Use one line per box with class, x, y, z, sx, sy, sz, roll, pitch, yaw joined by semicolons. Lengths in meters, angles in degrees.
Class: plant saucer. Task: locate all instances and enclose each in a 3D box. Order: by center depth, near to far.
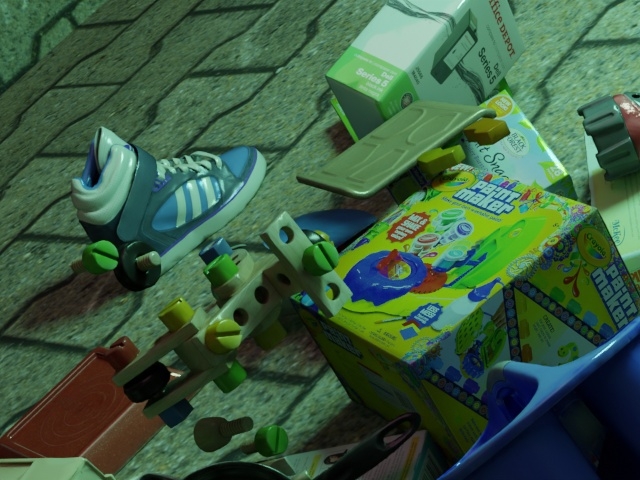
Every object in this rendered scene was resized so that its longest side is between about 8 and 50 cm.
plant saucer;-0.323;0.246;2.204;0.259;0.048;0.258;-45;30;-23

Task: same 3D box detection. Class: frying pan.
frying pan;-0.055;0.279;1.690;0.326;0.197;0.053;-59;-6;-2

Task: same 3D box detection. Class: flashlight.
flashlight;0.467;-0.173;1.897;0.304;0.103;0.103;-24;26;9

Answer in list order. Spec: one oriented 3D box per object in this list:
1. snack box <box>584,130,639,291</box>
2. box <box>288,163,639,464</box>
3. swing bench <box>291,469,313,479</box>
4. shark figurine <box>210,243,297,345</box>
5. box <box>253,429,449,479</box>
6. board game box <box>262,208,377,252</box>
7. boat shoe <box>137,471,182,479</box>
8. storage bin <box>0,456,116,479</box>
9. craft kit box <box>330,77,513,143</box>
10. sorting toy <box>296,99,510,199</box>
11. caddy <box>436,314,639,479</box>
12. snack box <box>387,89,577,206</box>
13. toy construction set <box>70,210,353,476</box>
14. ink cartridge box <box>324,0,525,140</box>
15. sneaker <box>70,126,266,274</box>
snack box;0.426;-0.066;1.929;0.187;0.060;0.322;-20;29;18
box;0.169;0.080;1.828;0.279;0.177;0.290;-39;28;-15
swing bench;-0.049;0.398;1.543;0.253;0.165;0.254;-35;22;-4
shark figurine;-0.094;0.084;2.190;0.278;0.116;0.166;9;14;42
box;0.015;0.285;1.768;0.244;0.060;0.100;-15;30;30
board game box;0.000;0.000;2.285;0.133;0.033;0.169;5;25;35
boat shoe;-0.162;0.318;1.895;0.066;0.063;0.184;-41;28;-18
storage bin;-0.304;0.371;1.744;0.262;0.260;0.123;-8;32;39
craft kit box;0.154;-0.224;2.490;0.246;0.061;0.250;-28;27;2
sorting toy;0.116;-0.110;2.036;0.229;0.041;0.307;-32;17;-14
caddy;0.219;0.185;1.461;0.241;0.179;0.341;-38;-9;-12
snack box;0.207;-0.077;2.097;0.207;0.070;0.174;-32;54;-1
toy construction set;-0.077;0.113;1.748;0.237;0.309;0.257;-20;-4;43
ink cartridge box;0.157;-0.260;2.292;0.115;0.198;0.273;30;74;35
sneaker;-0.251;-0.111;2.518;0.323;0.236;0.130;-44;29;-22
